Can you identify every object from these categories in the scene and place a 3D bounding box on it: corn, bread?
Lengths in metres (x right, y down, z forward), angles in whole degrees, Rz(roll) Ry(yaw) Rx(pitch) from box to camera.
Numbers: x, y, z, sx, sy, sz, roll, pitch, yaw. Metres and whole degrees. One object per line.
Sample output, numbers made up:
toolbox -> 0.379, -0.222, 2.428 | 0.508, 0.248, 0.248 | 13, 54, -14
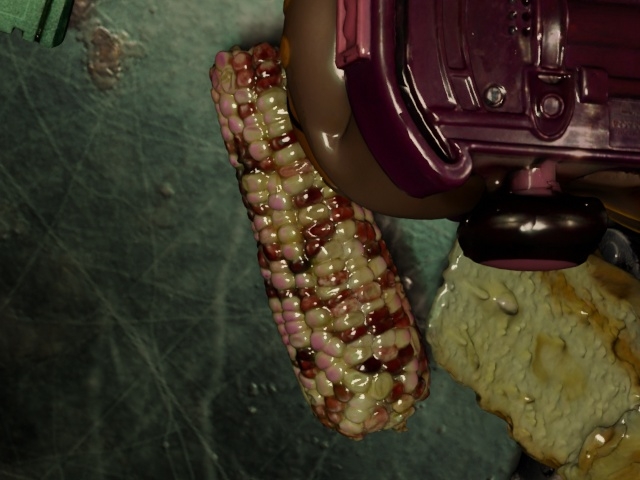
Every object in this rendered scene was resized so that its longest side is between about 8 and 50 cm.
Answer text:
corn -> 0.000, 0.000, 1.302 | 0.092, 0.092, 0.280 | -15, 101, 13
bread -> 0.152, 0.064, 1.233 | 0.088, 0.232, 0.128 | 18, 109, -38

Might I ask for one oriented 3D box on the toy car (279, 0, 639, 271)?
toy car -> 0.139, -0.107, 1.176 | 0.341, 0.240, 0.271 | 4, 83, -19

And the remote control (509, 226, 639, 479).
remote control -> 0.183, 0.120, 1.310 | 0.066, 0.090, 0.265 | 11, 106, -21

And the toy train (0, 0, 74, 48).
toy train -> -0.196, -0.215, 1.273 | 0.111, 0.071, 0.170 | 18, 108, -7
